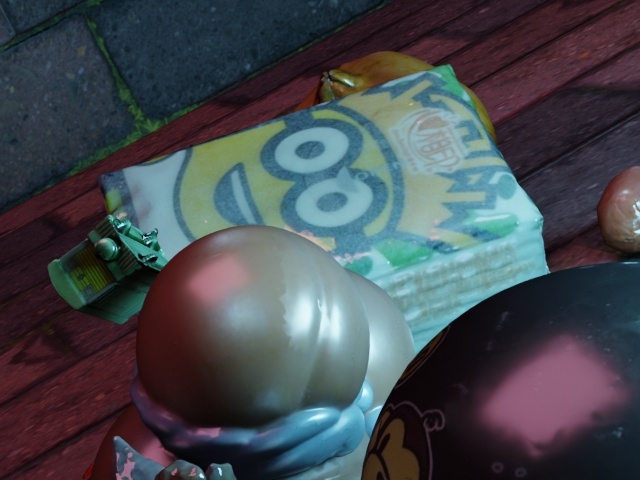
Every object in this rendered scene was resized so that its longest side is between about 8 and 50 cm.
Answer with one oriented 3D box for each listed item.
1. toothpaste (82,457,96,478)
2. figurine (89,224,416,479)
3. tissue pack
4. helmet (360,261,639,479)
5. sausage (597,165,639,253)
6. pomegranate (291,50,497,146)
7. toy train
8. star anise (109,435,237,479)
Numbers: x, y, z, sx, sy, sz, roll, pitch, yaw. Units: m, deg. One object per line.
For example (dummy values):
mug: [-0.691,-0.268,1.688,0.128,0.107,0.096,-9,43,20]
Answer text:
toothpaste: [-0.128,0.161,1.445,0.193,0.045,0.071,-14,36,51]
figurine: [-0.120,0.167,1.032,0.388,0.248,0.276,-22,-10,9]
tissue pack: [0.000,0.000,1.395,0.311,0.128,0.228,-19,40,-5]
helmet: [0.137,0.098,0.784,0.279,0.160,0.230,-18,37,16]
sausage: [0.249,-0.025,1.388,0.054,0.059,0.094,-15,15,21]
pomegranate: [0.061,-0.064,1.614,0.209,0.209,0.209,-25,14,7]
toy train: [-0.114,0.019,1.007,0.056,0.038,0.093,-37,-14,5]
star anise: [-0.039,0.172,0.800,0.089,0.231,0.209,-49,32,-19]
